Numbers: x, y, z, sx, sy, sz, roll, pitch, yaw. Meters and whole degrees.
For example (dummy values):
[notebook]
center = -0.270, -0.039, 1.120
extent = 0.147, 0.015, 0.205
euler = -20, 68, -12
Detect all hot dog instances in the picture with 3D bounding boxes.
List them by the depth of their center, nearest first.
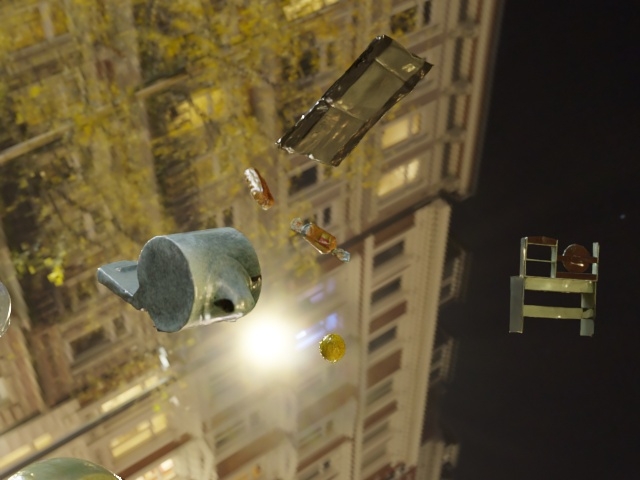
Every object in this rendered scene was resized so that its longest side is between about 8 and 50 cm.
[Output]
[hot dog]
center = -0.166, -0.140, 2.698
extent = 0.071, 0.045, 0.165
euler = 58, 4, -35

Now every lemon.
[lemon]
center = 0.028, 0.255, 2.353
extent = 0.062, 0.062, 0.083
euler = 29, -46, 47

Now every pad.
[pad]
center = 0.055, -0.203, 1.506
extent = 0.233, 0.174, 0.022
euler = -44, -117, 19

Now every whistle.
[whistle]
center = -0.280, 0.091, 1.975
extent = 0.405, 0.168, 0.188
euler = -19, -97, 47

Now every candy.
[candy]
center = 0.000, 0.000, 2.591
extent = 0.182, 0.053, 0.046
euler = 34, -26, -5

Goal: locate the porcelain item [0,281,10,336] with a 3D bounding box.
[porcelain item]
center = -0.632, 0.096, 1.725
extent = 0.141, 0.141, 0.259
euler = 45, -9, 31

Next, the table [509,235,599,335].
[table]
center = 0.427, 0.084, 1.826
extent = 0.062, 0.146, 0.175
euler = 164, -71, -77

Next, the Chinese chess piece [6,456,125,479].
[Chinese chess piece]
center = -0.458, 0.563, 1.769
extent = 0.146, 0.349, 0.349
euler = 0, -60, 25
